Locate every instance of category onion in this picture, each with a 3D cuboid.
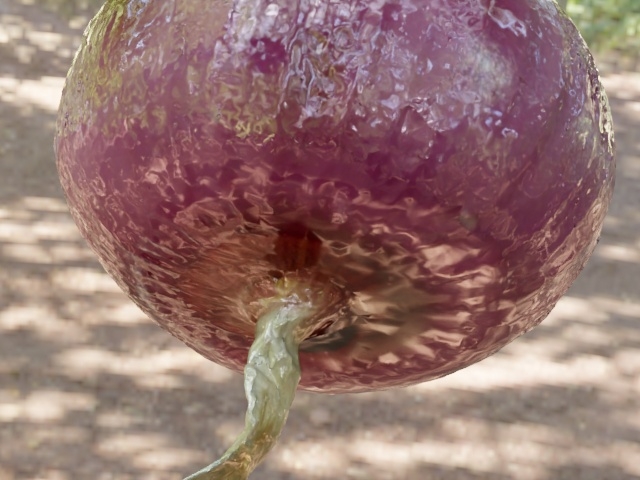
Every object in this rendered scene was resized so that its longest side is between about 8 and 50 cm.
[{"bbox_3d":[0.017,-0.031,0.986,0.358,0.358,0.345,-2,57,-29],"label":"onion"}]
